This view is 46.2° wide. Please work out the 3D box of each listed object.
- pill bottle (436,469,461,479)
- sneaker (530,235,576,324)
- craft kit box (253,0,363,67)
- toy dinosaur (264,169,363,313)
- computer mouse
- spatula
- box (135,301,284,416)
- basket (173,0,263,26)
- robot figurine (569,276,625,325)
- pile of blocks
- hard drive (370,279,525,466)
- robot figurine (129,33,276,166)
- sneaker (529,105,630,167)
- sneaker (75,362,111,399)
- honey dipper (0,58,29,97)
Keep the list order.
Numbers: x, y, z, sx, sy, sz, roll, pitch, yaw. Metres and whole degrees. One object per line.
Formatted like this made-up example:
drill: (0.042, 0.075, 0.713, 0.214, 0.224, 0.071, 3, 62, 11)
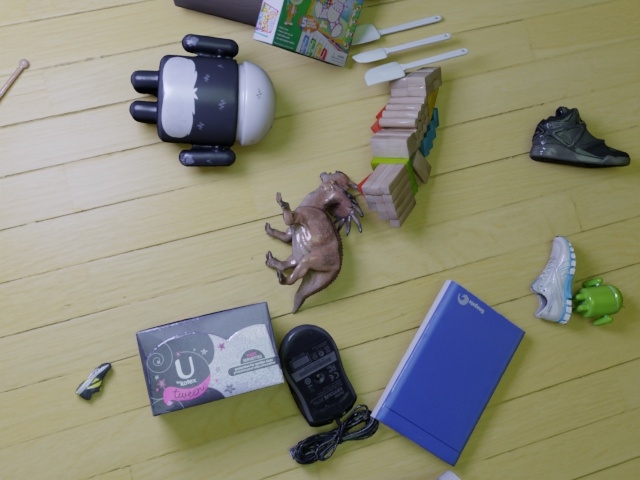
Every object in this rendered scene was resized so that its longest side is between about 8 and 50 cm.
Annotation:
pill bottle: (0.164, 0.592, 1.428, 0.323, 0.181, 0.181, -37, 91, -12)
sneaker: (0.495, 0.082, 1.610, 0.083, 0.071, 0.190, 5, 82, -4)
craft kit box: (-0.005, -0.484, 1.468, 0.061, 0.250, 0.246, 21, 103, 33)
toy dinosaur: (0.000, 0.000, 1.501, 0.201, 0.127, 0.295, -1, 89, -18)
computer mouse: (-0.010, 0.291, 1.493, 0.189, 0.072, 0.272, -21, 100, -14)
spatula: (0.178, -0.417, 1.599, 0.242, 0.019, 0.168, -18, 56, -12)
box: (-0.210, 0.221, 1.420, 0.247, 0.142, 0.163, -12, 86, -12)
basket: (-0.174, -0.522, 1.506, 0.227, 0.204, 0.154, 5, 44, -2)
robot figurine: (0.600, 0.131, 1.623, 0.115, 0.067, 0.101, -7, 73, -12)
pile of blocks: (0.162, -0.201, 1.574, 0.113, 0.149, 0.362, 7, 67, 33)
hard drive: (0.266, 0.271, 1.538, 0.210, 0.040, 0.318, 35, 78, -17)
robot figurine: (-0.226, -0.270, 1.462, 0.278, 0.209, 0.173, 2, 41, -10)
sneaker: (0.579, -0.226, 1.650, 0.228, 0.087, 0.130, 9, 88, -4)
sneaker: (-0.427, 0.269, 1.433, 0.083, 0.031, 0.035, -44, 106, -8)
honey dipper: (-0.619, -0.288, 1.461, 0.030, 0.030, 0.160, 32, 74, -6)
